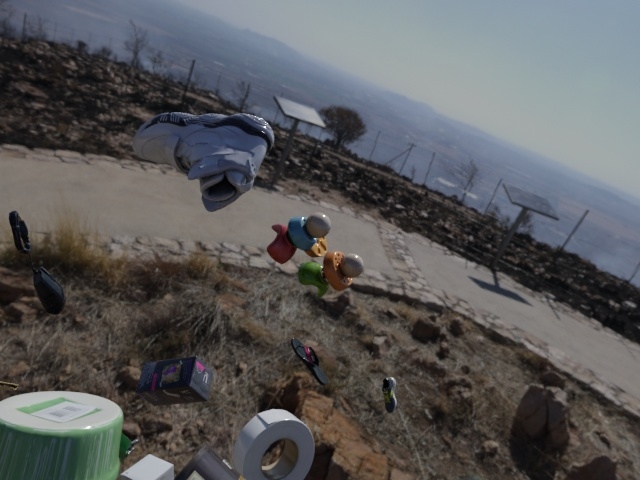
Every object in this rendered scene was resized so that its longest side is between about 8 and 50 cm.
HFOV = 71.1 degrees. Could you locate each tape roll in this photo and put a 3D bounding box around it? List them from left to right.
[{"bbox_3d":[-0.164,0.754,1.588,0.286,0.286,0.100,9,-1,-32],"label":"tape roll"}]

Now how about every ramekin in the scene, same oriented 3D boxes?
[{"bbox_3d":[-0.604,0.453,1.015,0.303,0.148,0.303,11,-5,1],"label":"ramekin"}]

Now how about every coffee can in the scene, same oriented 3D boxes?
[{"bbox_3d":[-0.234,0.640,1.026,0.275,0.201,0.201,41,23,6],"label":"coffee can"}]

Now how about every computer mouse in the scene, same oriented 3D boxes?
[{"bbox_3d":[-0.562,0.049,0.901,0.041,0.242,0.071,-14,34,-18],"label":"computer mouse"}]

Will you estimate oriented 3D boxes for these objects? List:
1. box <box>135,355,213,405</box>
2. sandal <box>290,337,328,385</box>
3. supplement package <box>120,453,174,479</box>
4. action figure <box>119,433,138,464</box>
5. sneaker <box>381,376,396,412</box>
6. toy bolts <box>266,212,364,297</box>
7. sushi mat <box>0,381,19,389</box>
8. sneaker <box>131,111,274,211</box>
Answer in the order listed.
[{"bbox_3d":[-0.633,0.617,1.958,0.270,0.165,0.143,-10,47,14],"label":"box"},{"bbox_3d":[-0.029,0.379,1.434,0.179,0.040,0.067,49,18,20],"label":"sandal"},{"bbox_3d":[-0.491,0.732,1.278,0.105,0.179,0.105,6,12,28],"label":"supplement package"},{"bbox_3d":[-0.613,0.510,1.237,0.232,0.137,0.063,35,31,5],"label":"action figure"},{"bbox_3d":[0.160,0.369,1.074,0.035,0.031,0.083,30,51,-39],"label":"sneaker"},{"bbox_3d":[0.000,0.000,1.119,0.228,0.158,0.218,40,38,-38],"label":"toy bolts"},{"bbox_3d":[-1.002,0.383,1.192,0.316,0.151,0.019,3,67,-4],"label":"sushi mat"},{"bbox_3d":[-0.301,-0.188,1.055,0.365,0.137,0.210,0,54,12],"label":"sneaker"}]
